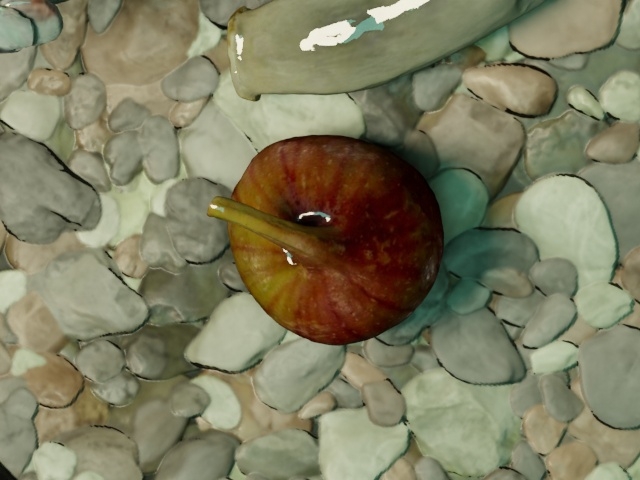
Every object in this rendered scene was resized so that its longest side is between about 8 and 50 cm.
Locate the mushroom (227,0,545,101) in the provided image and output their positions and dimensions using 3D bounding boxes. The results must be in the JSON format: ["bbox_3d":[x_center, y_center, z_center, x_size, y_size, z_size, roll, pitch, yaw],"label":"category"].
[{"bbox_3d":[0.082,-0.193,1.461,0.351,0.097,0.109,-26,99,17],"label":"mushroom"}]

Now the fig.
[{"bbox_3d":[0.007,0.002,1.468,0.175,0.207,0.175,0,96,4],"label":"fig"}]

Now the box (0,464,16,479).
[{"bbox_3d":[-0.392,0.225,1.672,0.211,0.058,0.350,-40,96,15],"label":"box"}]

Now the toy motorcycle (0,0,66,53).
[{"bbox_3d":[-0.273,-0.242,1.455,0.319,0.182,0.241,8,79,7],"label":"toy motorcycle"}]
